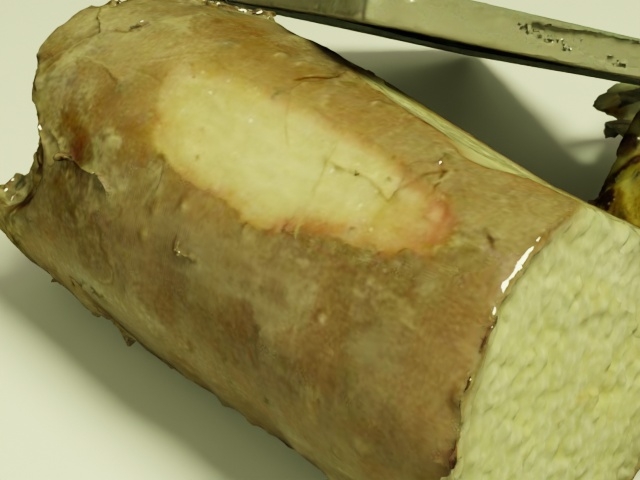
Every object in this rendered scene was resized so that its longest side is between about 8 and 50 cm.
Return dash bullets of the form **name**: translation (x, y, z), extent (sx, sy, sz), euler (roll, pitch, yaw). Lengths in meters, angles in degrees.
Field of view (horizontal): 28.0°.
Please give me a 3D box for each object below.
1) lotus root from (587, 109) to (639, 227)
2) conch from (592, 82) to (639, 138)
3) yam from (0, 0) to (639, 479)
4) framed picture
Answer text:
- **lotus root**: translation (0.170, 0.031, 0.449), extent (0.108, 0.094, 0.191), euler (-37, 51, 6)
- **conch**: translation (0.221, -0.067, 0.567), extent (0.207, 0.130, 0.155), euler (0, 16, 19)
- **yam**: translation (-0.001, 0.002, 0.436), extent (0.238, 0.129, 0.128), euler (30, 67, 36)
- **framed picture**: translation (0.050, -0.094, 0.560), extent (0.208, 0.019, 0.281), euler (7, 9, -23)
